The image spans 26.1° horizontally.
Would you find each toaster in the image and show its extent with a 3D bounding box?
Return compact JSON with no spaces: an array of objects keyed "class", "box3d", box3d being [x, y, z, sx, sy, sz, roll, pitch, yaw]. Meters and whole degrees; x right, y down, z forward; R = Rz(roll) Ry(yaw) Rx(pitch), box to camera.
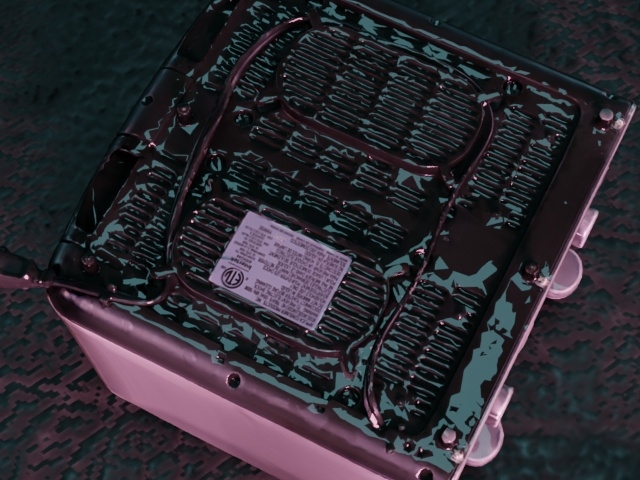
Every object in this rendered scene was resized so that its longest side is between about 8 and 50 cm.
[{"class":"toaster","box3d":[0.000,0.000,0.516,0.186,0.110,0.168,25,68,10]}]
